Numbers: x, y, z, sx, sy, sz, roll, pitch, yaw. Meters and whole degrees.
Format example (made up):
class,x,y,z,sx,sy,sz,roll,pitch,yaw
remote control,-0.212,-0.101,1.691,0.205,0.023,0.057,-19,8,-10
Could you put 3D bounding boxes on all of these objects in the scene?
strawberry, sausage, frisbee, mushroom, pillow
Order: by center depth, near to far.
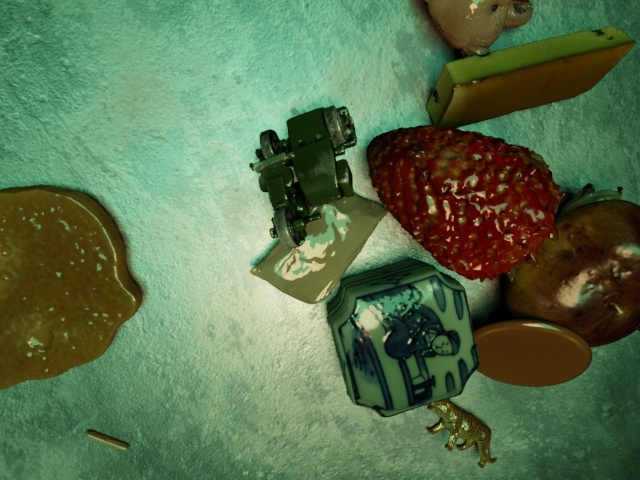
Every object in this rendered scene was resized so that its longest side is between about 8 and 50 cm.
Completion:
class,x,y,z,sx,sy,sz,roll,pitch,yaw
strawberry,0.250,-0.086,0.748,0.344,0.292,0.292,25,95,-14
pillow,0.000,0.000,0.834,0.173,0.067,0.270,34,91,-12
sausage,-0.456,0.428,0.864,0.100,0.015,0.015,27,94,-10
mushroom,0.568,0.062,0.868,0.346,0.259,0.345,-1,126,-1
frisbee,0.437,0.249,0.870,0.251,0.021,0.250,12,136,11

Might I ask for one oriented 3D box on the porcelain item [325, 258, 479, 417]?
class,x,y,z,sx,sy,sz,roll,pitch,yaw
porcelain item,0.166,0.198,0.842,0.286,0.157,0.281,-14,101,-5

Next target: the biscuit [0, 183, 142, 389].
class,x,y,z,sx,sy,sz,roll,pitch,yaw
biscuit,-0.556,0.087,0.775,0.385,0.062,0.365,-25,103,-3

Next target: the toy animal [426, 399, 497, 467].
class,x,y,z,sx,sy,sz,roll,pitch,yaw
toy animal,0.336,0.450,0.951,0.241,0.057,0.099,33,93,-10

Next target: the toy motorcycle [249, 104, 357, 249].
class,x,y,z,sx,sy,sz,roll,pitch,yaw
toy motorcycle,-0.019,-0.123,0.750,0.205,0.127,0.275,-16,70,11

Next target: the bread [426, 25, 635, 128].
class,x,y,z,sx,sy,sz,roll,pitch,yaw
bread,0.402,-0.319,0.800,0.362,0.138,0.077,-15,70,-6

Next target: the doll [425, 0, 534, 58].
class,x,y,z,sx,sy,sz,roll,pitch,yaw
doll,0.346,-0.499,0.764,0.303,0.156,0.201,-43,101,-4
